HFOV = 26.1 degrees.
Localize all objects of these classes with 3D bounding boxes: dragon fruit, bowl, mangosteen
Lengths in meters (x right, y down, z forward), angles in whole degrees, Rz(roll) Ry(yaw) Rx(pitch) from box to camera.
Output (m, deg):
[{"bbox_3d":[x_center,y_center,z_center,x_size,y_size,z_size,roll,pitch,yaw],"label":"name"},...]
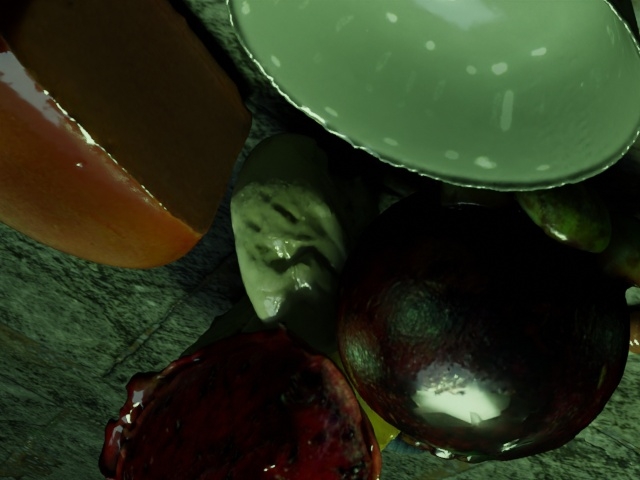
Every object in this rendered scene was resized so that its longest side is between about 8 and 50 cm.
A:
[{"bbox_3d":[-0.064,0.230,1.471,0.228,0.286,0.329,23,176,-34],"label":"dragon fruit"},{"bbox_3d":[0.109,-0.197,1.071,0.337,0.157,0.337,19,153,10],"label":"bowl"},{"bbox_3d":[0.159,0.062,1.320,0.311,0.311,0.311,19,151,11],"label":"mangosteen"}]

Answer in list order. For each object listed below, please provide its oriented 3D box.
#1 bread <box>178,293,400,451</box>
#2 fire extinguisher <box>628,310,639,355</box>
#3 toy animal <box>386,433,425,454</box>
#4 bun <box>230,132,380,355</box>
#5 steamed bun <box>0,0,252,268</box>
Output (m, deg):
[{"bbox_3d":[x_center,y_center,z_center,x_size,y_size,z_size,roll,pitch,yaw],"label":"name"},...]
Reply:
[{"bbox_3d":[-0.071,0.199,1.711,0.239,0.264,0.395,52,148,-4],"label":"bread"},{"bbox_3d":[0.331,0.111,1.540,0.177,0.050,0.062,-19,112,53],"label":"fire extinguisher"},{"bbox_3d":[0.132,0.196,1.767,0.218,0.116,0.179,26,153,10],"label":"toy animal"},{"bbox_3d":[0.000,0.000,1.446,0.116,0.210,0.237,-9,97,27],"label":"bun"},{"bbox_3d":[-0.265,-0.146,1.358,0.248,0.235,0.379,-8,139,37],"label":"steamed bun"}]
